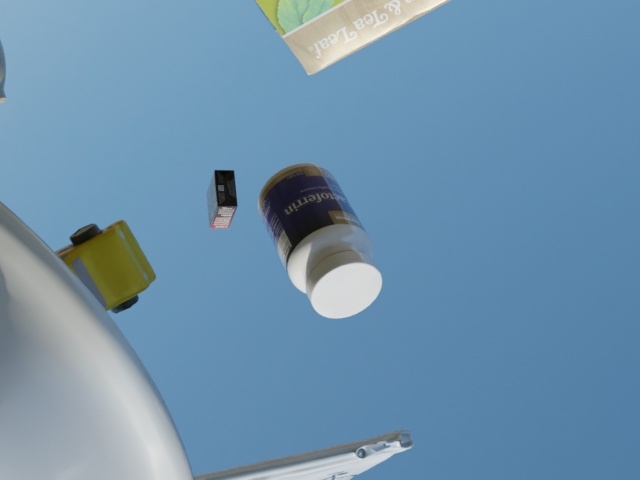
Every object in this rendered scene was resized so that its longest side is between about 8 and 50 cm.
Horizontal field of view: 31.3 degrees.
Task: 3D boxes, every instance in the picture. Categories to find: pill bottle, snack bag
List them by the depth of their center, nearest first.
[{"bbox_3d":[-0.109,0.276,1.230,0.342,0.323,0.037,-47,-126,58],"label":"snack bag"},{"bbox_3d":[0.000,0.000,1.954,0.153,0.153,0.265,-37,-134,9],"label":"pill bottle"}]

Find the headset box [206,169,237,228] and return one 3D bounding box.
[{"bbox_3d":[-0.149,-0.059,1.708,0.083,0.032,0.062,118,-31,-60],"label":"headset box"}]

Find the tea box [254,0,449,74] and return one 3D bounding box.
[{"bbox_3d":[0.023,-0.356,0.811,0.220,0.323,0.329,-23,-153,29],"label":"tea box"}]

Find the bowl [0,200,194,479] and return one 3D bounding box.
[{"bbox_3d":[-0.209,0.095,0.477,0.298,0.298,0.134,-12,-153,41],"label":"bowl"}]

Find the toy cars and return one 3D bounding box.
[{"bbox_3d":[-0.383,0.031,1.244,0.087,0.393,0.176,-85,-171,-73],"label":"toy cars"}]

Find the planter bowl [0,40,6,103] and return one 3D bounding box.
[{"bbox_3d":[-0.494,-0.220,1.551,0.162,0.109,0.162,-27,-173,3],"label":"planter bowl"}]
